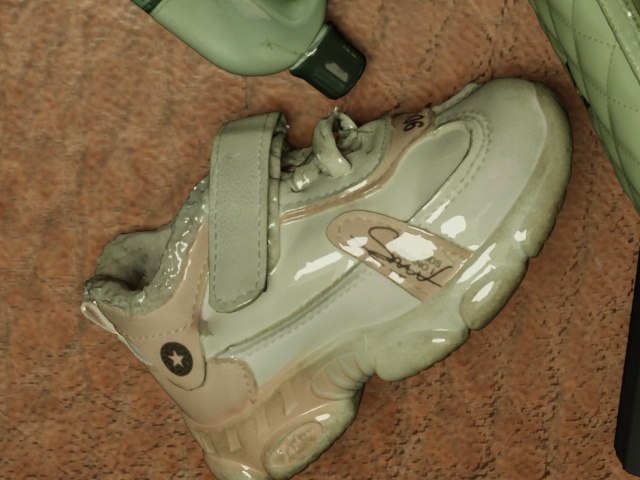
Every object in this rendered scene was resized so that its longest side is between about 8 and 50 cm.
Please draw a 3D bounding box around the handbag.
[{"bbox_3d":[0.185,-0.115,1.055,0.079,0.219,0.256,-27,84,10],"label":"handbag"}]

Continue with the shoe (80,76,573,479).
[{"bbox_3d":[0.001,0.001,1.146,0.198,0.172,0.351,42,104,-14],"label":"shoe"}]

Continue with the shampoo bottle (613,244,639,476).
[{"bbox_3d":[0.273,0.016,1.211,0.098,0.071,0.309,4,108,1],"label":"shampoo bottle"}]

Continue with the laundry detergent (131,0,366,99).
[{"bbox_3d":[-0.065,-0.172,1.136,0.225,0.070,0.099,37,99,-12],"label":"laundry detergent"}]
